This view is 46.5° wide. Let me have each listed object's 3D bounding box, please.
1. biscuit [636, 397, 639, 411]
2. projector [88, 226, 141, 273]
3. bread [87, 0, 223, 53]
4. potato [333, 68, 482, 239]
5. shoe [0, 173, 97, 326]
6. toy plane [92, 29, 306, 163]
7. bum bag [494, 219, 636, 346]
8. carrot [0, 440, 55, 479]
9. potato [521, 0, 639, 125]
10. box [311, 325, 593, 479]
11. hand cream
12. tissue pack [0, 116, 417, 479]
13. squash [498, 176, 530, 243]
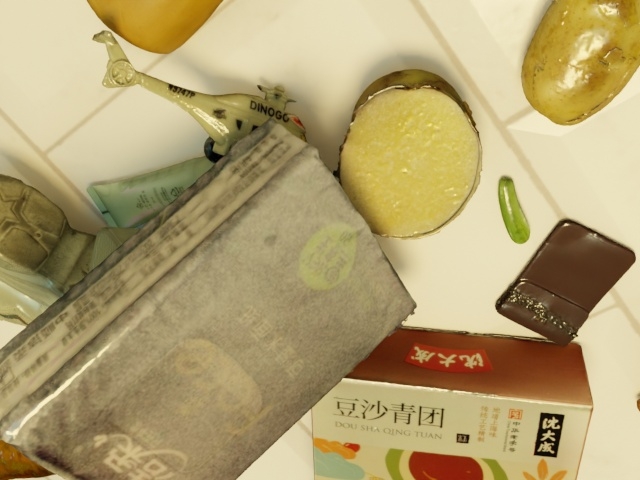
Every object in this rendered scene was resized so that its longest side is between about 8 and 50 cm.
[{"bbox_3d":[0.507,0.201,0.955,0.183,0.043,0.280,-27,118,29],"label":"biscuit"},{"bbox_3d":[-0.184,0.113,0.916,0.198,0.108,0.251,3,111,-39],"label":"projector"},{"bbox_3d":[-0.165,-0.275,0.766,0.134,0.085,0.173,43,120,-16],"label":"bread"},{"bbox_3d":[0.093,-0.099,0.831,0.164,0.081,0.200,0,125,1],"label":"potato"},{"bbox_3d":[-0.369,0.061,1.006,0.210,0.132,0.342,-20,128,42],"label":"shoe"},{"bbox_3d":[-0.114,-0.140,0.812,0.286,0.092,0.108,18,93,-31],"label":"toy plane"},{"bbox_3d":[0.299,0.055,0.915,0.109,0.026,0.159,25,123,-4],"label":"bum bag"},{"bbox_3d":[-0.429,0.319,1.186,0.301,0.114,0.114,-8,120,12],"label":"carrot"},{"bbox_3d":[0.266,-0.195,0.733,0.107,0.080,0.170,33,125,4],"label":"potato"},{"bbox_3d":[0.167,0.313,1.047,0.344,0.122,0.385,4,122,9],"label":"box"},{"bbox_3d":[-0.199,-0.060,0.934,0.204,0.050,0.078,-15,117,25],"label":"hand cream"},{"bbox_3d":[-0.111,0.104,0.801,0.394,0.124,0.288,-41,132,-8],"label":"tissue pack"},{"bbox_3d":[0.225,-0.033,0.875,0.027,0.027,0.089,-17,115,21],"label":"squash"}]
